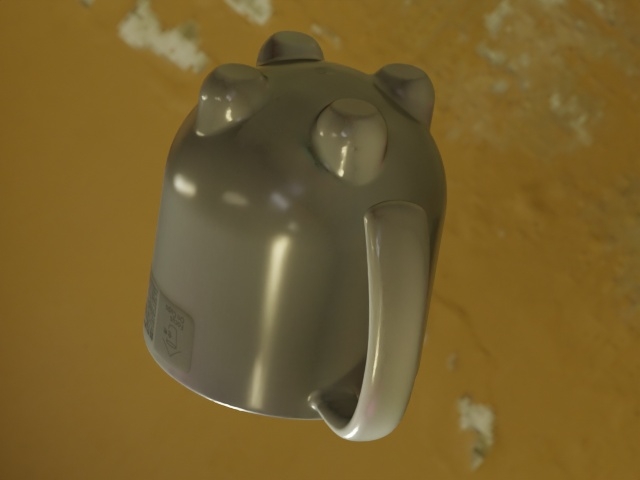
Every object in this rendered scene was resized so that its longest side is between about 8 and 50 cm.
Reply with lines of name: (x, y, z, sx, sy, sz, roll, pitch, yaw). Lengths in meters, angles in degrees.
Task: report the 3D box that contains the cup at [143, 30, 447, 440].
cup: (-0.011, -0.004, 0.719, 0.134, 0.142, 0.173, 12, -152, 5)
